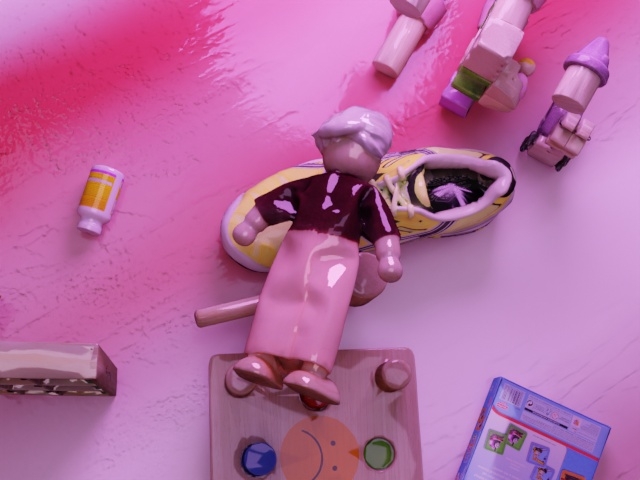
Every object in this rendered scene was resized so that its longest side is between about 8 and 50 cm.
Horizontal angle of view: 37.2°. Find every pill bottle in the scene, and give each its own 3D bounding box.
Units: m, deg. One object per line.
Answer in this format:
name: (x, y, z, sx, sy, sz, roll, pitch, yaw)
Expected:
pill bottle: (-0.279, -0.050, 1.198, 0.043, 0.043, 0.083, 17, 76, -5)

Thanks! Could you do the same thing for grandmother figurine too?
grandmother figurine: (0.000, 0.000, 1.078, 0.207, 0.104, 0.343, 15, 73, 12)

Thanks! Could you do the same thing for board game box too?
board game box: (0.258, 0.303, 1.206, 0.160, 0.039, 0.212, 25, 76, -3)

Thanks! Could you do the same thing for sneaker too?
sneaker: (0.061, -0.056, 1.197, 0.384, 0.147, 0.145, -14, 83, -10)

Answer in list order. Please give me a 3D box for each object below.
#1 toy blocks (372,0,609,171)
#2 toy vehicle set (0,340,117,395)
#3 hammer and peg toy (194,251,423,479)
toy blocks: (0.260, -0.296, 1.202, 0.308, 0.288, 0.260, 30, 81, 2)
toy vehicle set: (-0.315, 0.143, 1.039, 0.165, 0.267, 0.035, 2, 77, -7)
hammer and peg toy: (-0.014, 0.205, 1.143, 0.265, 0.127, 0.362, -2, 77, -8)
